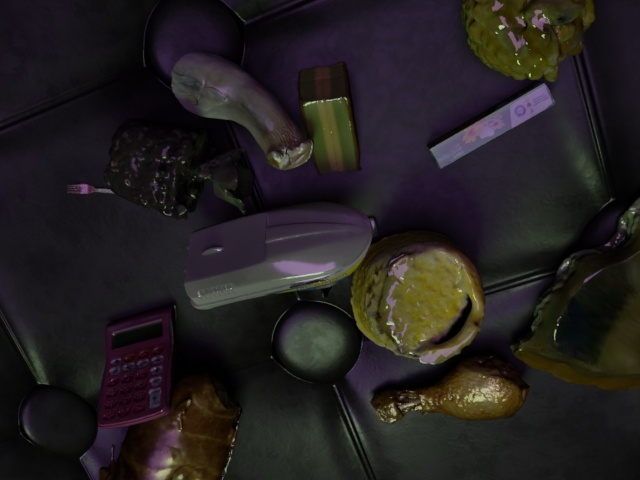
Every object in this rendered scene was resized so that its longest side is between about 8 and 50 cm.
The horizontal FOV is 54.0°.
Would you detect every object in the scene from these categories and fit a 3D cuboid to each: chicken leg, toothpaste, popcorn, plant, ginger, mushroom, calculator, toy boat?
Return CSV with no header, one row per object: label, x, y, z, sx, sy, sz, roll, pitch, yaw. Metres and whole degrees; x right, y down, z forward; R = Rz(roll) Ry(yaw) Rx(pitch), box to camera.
chicken leg,0.202,0.247,0.996,0.251,0.087,0.108,-17,94,17
toothpaste,0.235,-0.162,0.882,0.178,0.043,0.037,-30,100,14
popcorn,0.268,-0.295,0.797,0.173,0.142,0.174,4,98,28
plant,-0.195,-0.099,0.901,0.203,0.142,0.131,11,99,11
ginger,-0.275,0.397,1.034,0.254,0.176,0.419,20,98,41
mushroom,-0.103,-0.181,0.873,0.223,0.081,0.092,34,95,8
calculator,-0.286,0.197,0.987,0.126,0.191,0.034,-15,144,11
toy boat,-0.057,0.027,0.895,0.269,0.141,0.141,-5,107,6

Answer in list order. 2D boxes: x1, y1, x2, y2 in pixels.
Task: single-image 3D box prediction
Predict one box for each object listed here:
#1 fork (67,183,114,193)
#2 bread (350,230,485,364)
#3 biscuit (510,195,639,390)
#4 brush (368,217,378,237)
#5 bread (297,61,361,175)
fork,-0.336,-0.078,0.981,0.115,0.012,0.016,3,112,-1
bread,0.137,0.082,0.904,0.197,0.170,0.197,0,95,2
biscuit,0.455,0.080,0.922,0.328,0.078,0.335,-1,110,1
brush,0.000,0.000,0.964,0.178,0.030,0.033,-14,96,10
bread,0.016,-0.173,0.915,0.074,0.084,0.139,-9,137,8
